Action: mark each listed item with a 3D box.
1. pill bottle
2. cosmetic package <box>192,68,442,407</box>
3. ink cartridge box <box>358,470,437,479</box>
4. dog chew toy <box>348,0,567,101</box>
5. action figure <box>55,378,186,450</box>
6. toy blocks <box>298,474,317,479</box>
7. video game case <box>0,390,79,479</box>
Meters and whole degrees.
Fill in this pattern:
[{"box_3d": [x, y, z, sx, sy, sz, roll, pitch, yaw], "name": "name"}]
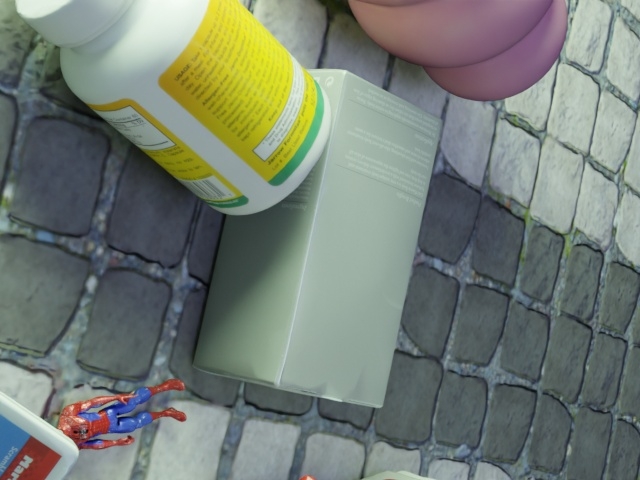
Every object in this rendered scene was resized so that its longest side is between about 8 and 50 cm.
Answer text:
[{"box_3d": [-0.095, -0.116, 0.792, 0.208, 0.117, 0.118, 41, 65, -41], "name": "pill bottle"}, {"box_3d": [0.000, 0.000, 0.918, 0.127, 0.107, 0.238, 22, 81, -46], "name": "cosmetic package"}, {"box_3d": [0.035, 0.277, 0.904, 0.283, 0.207, 0.117, -7, 100, -46], "name": "ink cartridge box"}, {"box_3d": [0.094, -0.230, 0.931, 0.332, 0.206, 0.207, 49, 60, -48], "name": "dog chew toy"}, {"box_3d": [-0.142, 0.123, 0.834, 0.115, 0.030, 0.038, -11, 107, -43], "name": "action figure"}, {"box_3d": [-0.090, 0.276, 0.591, 0.381, 0.190, 0.261, -12, 105, -29], "name": "toy blocks"}, {"box_3d": [-0.287, 0.101, 0.557, 0.285, 0.025, 0.204, 38, 82, -14], "name": "video game case"}]
